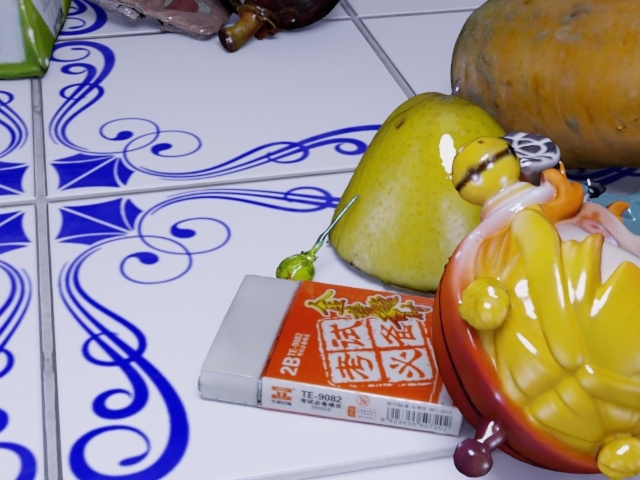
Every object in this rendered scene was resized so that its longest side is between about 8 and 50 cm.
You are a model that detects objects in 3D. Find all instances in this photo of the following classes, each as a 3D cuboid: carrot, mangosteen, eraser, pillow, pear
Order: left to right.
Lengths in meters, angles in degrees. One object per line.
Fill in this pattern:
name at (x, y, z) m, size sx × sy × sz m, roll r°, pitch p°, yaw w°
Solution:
pillow at (-0.263, -0.373, 1.735) m, size 0.248 × 0.049 × 0.135 m, roll 21°, pitch 38°, yaw 2°
mangosteen at (-0.079, -0.393, 1.679) m, size 0.236 × 0.235 × 0.261 m, roll 16°, pitch 78°, yaw 23°
eraser at (0.022, 0.098, 1.013) m, size 0.230 × 0.038 × 0.157 m, roll 7°, pitch 33°, yaw 9°
pear at (0.125, -0.069, 1.161) m, size 0.267 × 0.178 × 0.267 m, roll -3°, pitch 33°, yaw 2°
carrot at (0.309, -0.190, 1.265) m, size 0.224 × 0.224 × 0.341 m, roll -20°, pitch 16°, yaw -30°

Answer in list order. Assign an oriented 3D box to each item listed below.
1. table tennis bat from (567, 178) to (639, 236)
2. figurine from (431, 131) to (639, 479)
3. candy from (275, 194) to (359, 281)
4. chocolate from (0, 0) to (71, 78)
table tennis bat at (0.348, -0.023, 1.184) m, size 0.244 × 0.040 × 0.153 m, roll 20°, pitch 61°, yaw 42°
figurine at (0.200, 0.064, 0.922) m, size 0.320 × 0.196 × 0.323 m, roll 46°, pitch 25°, yaw -3°
candy at (0.000, 0.000, 1.126) m, size 0.123 × 0.035 × 0.035 m, roll -53°, pitch 23°, yaw -9°
chocolate at (-0.534, -0.348, 1.634) m, size 0.301 × 0.137 × 0.288 m, roll -1°, pitch 31°, yaw -3°
